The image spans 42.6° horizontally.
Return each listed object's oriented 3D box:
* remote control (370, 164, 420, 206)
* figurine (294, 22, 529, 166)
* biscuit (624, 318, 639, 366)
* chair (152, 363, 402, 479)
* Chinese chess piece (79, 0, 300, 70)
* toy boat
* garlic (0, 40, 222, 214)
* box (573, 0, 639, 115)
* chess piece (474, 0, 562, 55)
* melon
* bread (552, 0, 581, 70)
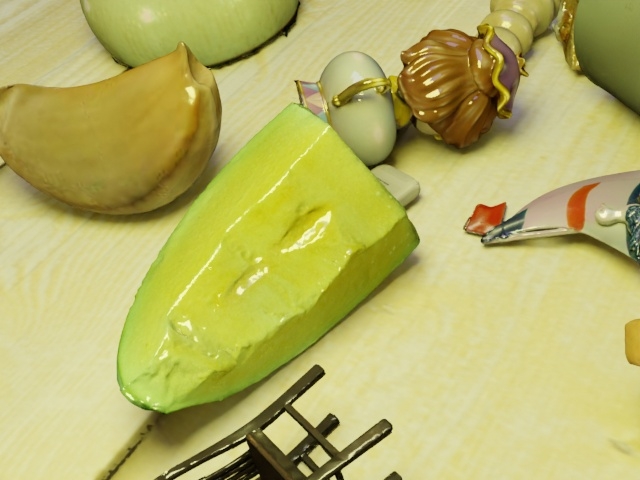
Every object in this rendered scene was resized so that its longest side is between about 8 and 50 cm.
[{"bbox_3d":[0.000,0.000,0.889,0.261,0.029,0.067,-37,49,-23],"label":"remote control"},{"bbox_3d":[0.108,-0.168,0.955,0.263,0.142,0.189,-13,0,0],"label":"figurine"},{"bbox_3d":[0.401,0.085,0.554,0.354,0.275,0.052,5,87,7],"label":"biscuit"},{"bbox_3d":[-0.049,0.202,0.634,0.212,0.084,0.101,-33,42,-22],"label":"chair"},{"bbox_3d":[-0.202,-0.403,1.294,0.349,0.146,0.349,-7,42,7],"label":"Chinese chess piece"},{"bbox_3d":[0.325,-0.041,0.839,0.318,0.072,0.219,5,36,41],"label":"toy boat"},{"bbox_3d":[-0.272,-0.137,0.984,0.338,0.196,0.151,0,27,17],"label":"garlic"},{"bbox_3d":[0.415,-0.234,0.898,0.226,0.226,0.149,-21,42,-10],"label":"box"},{"bbox_3d":[0.252,-0.282,1.105,0.094,0.094,0.170,16,56,28],"label":"chess piece"},{"bbox_3d":[-0.064,0.029,0.767,0.196,0.124,0.323,45,71,1],"label":"melon"},{"bbox_3d":[0.382,-0.292,1.037,0.147,0.152,0.127,-1,43,-1],"label":"bread"}]
